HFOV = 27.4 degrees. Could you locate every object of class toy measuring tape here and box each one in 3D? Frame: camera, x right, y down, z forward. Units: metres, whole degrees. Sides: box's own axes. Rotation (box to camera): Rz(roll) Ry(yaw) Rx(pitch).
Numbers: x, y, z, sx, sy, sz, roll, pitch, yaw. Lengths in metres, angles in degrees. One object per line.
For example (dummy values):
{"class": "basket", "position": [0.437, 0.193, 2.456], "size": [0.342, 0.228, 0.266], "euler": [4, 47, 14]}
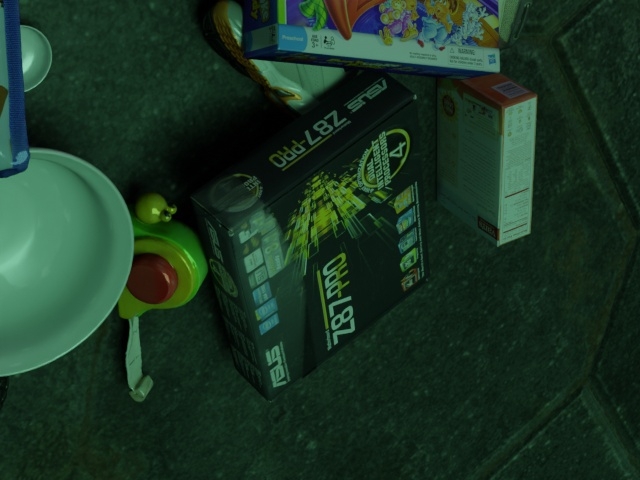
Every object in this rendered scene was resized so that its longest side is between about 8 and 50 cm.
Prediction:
{"class": "toy measuring tape", "position": [-0.205, 0.083, 1.739], "size": [0.121, 0.121, 0.330], "euler": [-16, 126, -27]}

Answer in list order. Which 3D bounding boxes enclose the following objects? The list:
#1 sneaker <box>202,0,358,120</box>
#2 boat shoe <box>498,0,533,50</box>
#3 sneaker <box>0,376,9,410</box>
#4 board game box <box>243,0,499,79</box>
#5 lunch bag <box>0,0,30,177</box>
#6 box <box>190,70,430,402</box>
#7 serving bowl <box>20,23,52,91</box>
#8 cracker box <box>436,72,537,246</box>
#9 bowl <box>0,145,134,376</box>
{"class": "sneaker", "position": [-0.046, -0.247, 1.674], "size": [0.121, 0.099, 0.262], "euler": [-55, 141, -4]}
{"class": "boat shoe", "position": [0.260, -0.386, 1.791], "size": [0.092, 0.103, 0.285], "euler": [-12, 127, -35]}
{"class": "sneaker", "position": [-0.497, 0.162, 1.612], "size": [0.283, 0.124, 0.107], "euler": [37, 70, -66]}
{"class": "board game box", "position": [0.068, -0.331, 1.633], "size": [0.347, 0.078, 0.233], "euler": [0, 89, -35]}
{"class": "lunch bag", "position": [-0.465, -0.243, 1.258], "size": [0.328, 0.239, 0.385], "euler": [-2, 88, -30]}
{"class": "box", "position": [0.000, 0.000, 1.776], "size": [0.318, 0.097, 0.395], "euler": [-35, 145, -21]}
{"class": "serving bowl", "position": [-0.353, -0.212, 1.513], "size": [0.083, 0.027, 0.083], "euler": [-17, 125, -26]}
{"class": "cracker box", "position": [0.236, -0.129, 1.892], "size": [0.067, 0.156, 0.232], "euler": [-20, 128, -25]}
{"class": "bowl", "position": [-0.381, 0.003, 1.556], "size": [0.298, 0.134, 0.297], "euler": [-17, 126, -25]}
